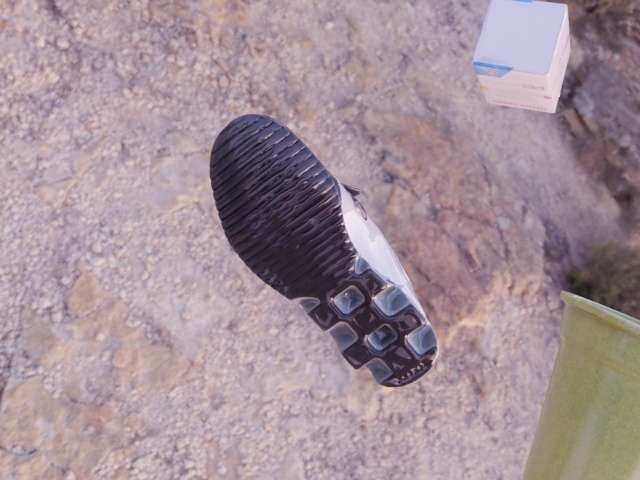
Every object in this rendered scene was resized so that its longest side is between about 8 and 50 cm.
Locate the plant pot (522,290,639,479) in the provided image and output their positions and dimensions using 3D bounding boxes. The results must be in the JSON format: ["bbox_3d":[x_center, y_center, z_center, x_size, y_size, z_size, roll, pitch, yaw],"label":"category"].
[{"bbox_3d":[0.385,0.232,0.987,0.276,0.254,0.276,23,5,-2],"label":"plant pot"}]

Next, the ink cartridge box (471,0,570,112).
[{"bbox_3d":[0.252,-0.223,0.972,0.143,0.092,0.090,31,74,-68],"label":"ink cartridge box"}]

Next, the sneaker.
[{"bbox_3d":[0.000,0.000,0.830,0.331,0.122,0.146,55,13,-22],"label":"sneaker"}]
